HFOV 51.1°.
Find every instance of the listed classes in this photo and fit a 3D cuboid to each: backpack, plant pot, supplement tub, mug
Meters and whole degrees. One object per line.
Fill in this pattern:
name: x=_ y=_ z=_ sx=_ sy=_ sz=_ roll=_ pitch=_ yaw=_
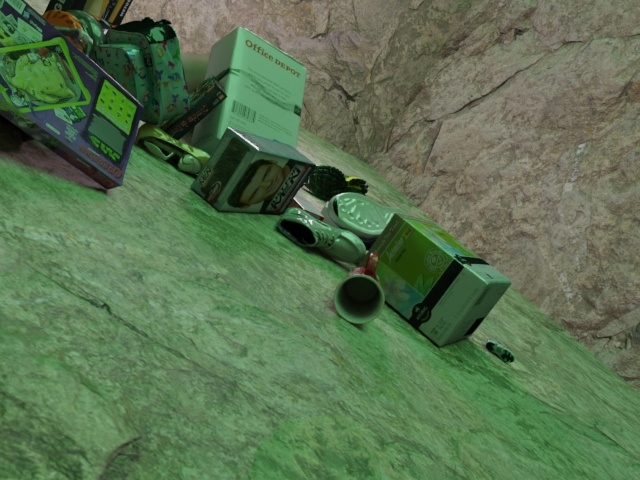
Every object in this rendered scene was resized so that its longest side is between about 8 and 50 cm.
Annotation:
backpack: x=-0.458 y=-0.430 z=1.753 sx=0.225 sy=0.253 sz=0.191 roll=21 pitch=46 yaw=42
plant pot: x=-0.403 y=-0.517 z=2.311 sx=0.280 sy=0.323 sz=0.323 roll=9 pitch=23 yaw=-25
supplement tub: x=-0.629 y=-0.517 z=1.881 sx=0.207 sy=0.207 sz=0.338 roll=38 pitch=15 yaw=17
mug: x=0.108 y=0.109 z=1.562 sx=0.113 sy=0.150 sz=0.169 roll=48 pitch=9 yaw=-1

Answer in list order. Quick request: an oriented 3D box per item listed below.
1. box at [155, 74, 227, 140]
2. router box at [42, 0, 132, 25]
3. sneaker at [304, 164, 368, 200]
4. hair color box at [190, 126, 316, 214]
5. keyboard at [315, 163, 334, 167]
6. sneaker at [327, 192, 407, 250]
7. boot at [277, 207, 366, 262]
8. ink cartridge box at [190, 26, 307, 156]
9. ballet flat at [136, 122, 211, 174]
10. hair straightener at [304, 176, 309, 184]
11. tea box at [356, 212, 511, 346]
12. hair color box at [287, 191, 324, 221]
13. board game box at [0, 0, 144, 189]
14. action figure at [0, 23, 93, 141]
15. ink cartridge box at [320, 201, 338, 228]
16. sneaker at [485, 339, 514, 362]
box: x=-0.371 y=-0.362 z=1.886 sx=0.044 sy=0.233 sz=0.159 roll=47 pitch=5 yaw=-28
router box: x=-0.723 y=-0.694 z=2.061 sx=0.081 sy=0.309 sz=0.243 roll=36 pitch=14 yaw=12
sneaker: x=0.034 y=-0.221 z=2.659 sx=0.146 sy=0.134 sz=0.343 roll=18 pitch=1 yaw=40
hair color box: x=-0.170 y=-0.177 z=1.812 sx=0.113 sy=0.185 sz=0.374 roll=39 pitch=14 yaw=17
keyboard: x=-0.076 y=-0.303 z=2.636 sx=0.256 sy=0.014 sz=0.072 roll=7 pitch=4 yaw=-19
sneaker: x=0.090 y=-0.039 z=2.031 sx=0.323 sy=0.236 sz=0.130 roll=10 pitch=68 yaw=-40
boot: x=0.000 y=0.000 z=1.835 sx=0.258 sy=0.095 sz=0.123 roll=26 pitch=19 yaw=3
ink cartridge box: x=-0.215 y=-0.409 z=2.077 sx=0.285 sy=0.395 sz=0.166 roll=24 pitch=-26 yaw=-37
ballet flat: x=-0.382 y=-0.224 z=1.768 sx=0.232 sy=0.080 sz=0.073 roll=28 pitch=42 yaw=-12
hair straightener: x=-0.122 y=-0.281 z=2.510 sx=0.230 sy=0.089 sz=0.047 roll=39 pitch=-1 yaw=24
tea box: x=0.325 y=0.107 z=1.908 sx=0.323 sy=0.220 sz=0.329 roll=39 pitch=14 yaw=22
hair color box: x=-0.070 y=-0.105 z=2.090 sx=0.093 sy=0.053 sz=0.167 roll=20 pitch=20 yaw=-42
board game box: x=-0.485 y=-0.272 z=1.250 sx=0.347 sy=0.056 sz=0.208 roll=44 pitch=39 yaw=-47
action figure: x=-0.616 y=-0.325 z=1.389 sx=0.275 sy=0.248 sz=0.370 roll=4 pitch=20 yaw=-8
ink cartridge box: x=0.048 y=-0.070 z=2.226 sx=0.181 sy=0.061 sz=0.104 roll=33 pitch=13 yaw=-3
sneaker: x=0.550 y=0.332 z=2.044 sx=0.098 sy=0.038 sz=0.069 roll=36 pitch=14 yaw=9
